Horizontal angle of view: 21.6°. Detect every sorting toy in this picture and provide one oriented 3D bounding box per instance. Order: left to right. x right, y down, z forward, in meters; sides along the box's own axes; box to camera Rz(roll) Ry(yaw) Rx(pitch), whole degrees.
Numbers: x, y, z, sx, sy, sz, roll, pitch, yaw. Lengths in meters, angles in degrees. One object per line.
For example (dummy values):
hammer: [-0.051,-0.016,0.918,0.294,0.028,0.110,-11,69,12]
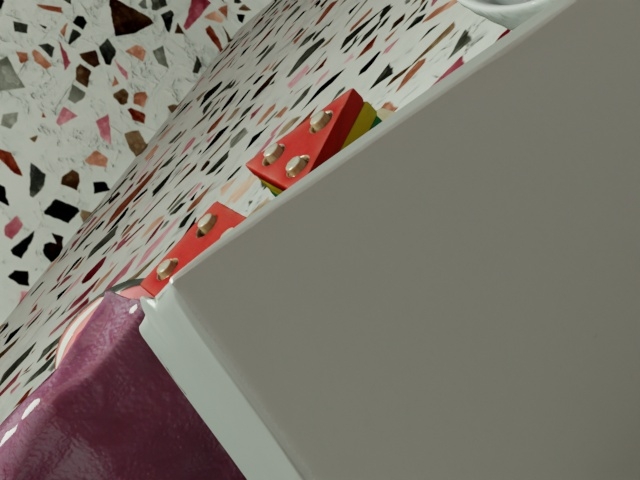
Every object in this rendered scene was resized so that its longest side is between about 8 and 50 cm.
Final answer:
sorting toy: [0.000,0.000,1.221,0.255,0.089,0.257,-48,26,-6]

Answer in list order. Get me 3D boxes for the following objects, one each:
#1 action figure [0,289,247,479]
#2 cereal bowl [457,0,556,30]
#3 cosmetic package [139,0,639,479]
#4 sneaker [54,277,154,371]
action figure: [-0.200,0.185,0.989,0.370,0.248,0.276,-37,12,-21]
cereal bowl: [0.236,-0.295,1.256,0.339,0.141,0.339,-37,41,40]
cosmetic package: [0.124,-0.021,0.621,0.365,0.155,0.197,-36,0,-9]
sneaker: [-0.220,0.181,1.563,0.314,0.116,0.136,-53,22,4]
